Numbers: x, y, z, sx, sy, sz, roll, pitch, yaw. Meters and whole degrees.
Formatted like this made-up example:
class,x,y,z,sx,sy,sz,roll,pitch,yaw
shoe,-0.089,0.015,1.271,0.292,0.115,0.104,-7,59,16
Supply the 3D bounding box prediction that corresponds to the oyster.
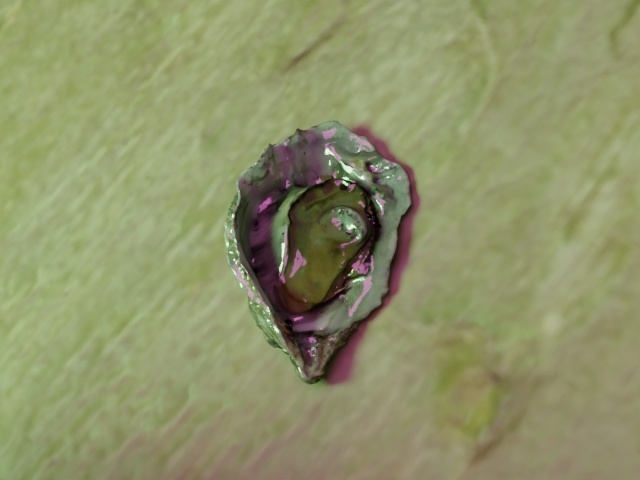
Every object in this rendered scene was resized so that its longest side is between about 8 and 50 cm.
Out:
class,x,y,z,sx,sy,sz,roll,pitch,yaw
oyster,0.001,0.000,0.536,0.100,0.037,0.098,-37,80,-21
